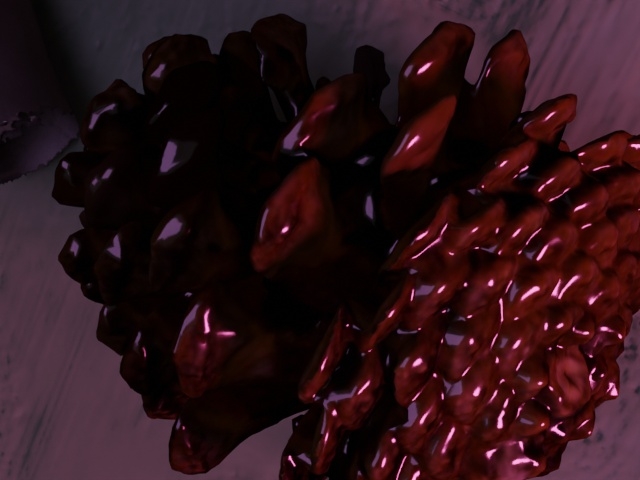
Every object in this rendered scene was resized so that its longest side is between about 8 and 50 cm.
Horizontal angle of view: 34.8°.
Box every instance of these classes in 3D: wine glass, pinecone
[{"bbox_3d":[-0.229,-0.145,0.617,0.103,0.103,0.222,-31,86,23],"label":"wine glass"},{"bbox_3d":[0.002,-0.002,0.473,0.292,0.246,0.246,29,108,30],"label":"pinecone"}]
